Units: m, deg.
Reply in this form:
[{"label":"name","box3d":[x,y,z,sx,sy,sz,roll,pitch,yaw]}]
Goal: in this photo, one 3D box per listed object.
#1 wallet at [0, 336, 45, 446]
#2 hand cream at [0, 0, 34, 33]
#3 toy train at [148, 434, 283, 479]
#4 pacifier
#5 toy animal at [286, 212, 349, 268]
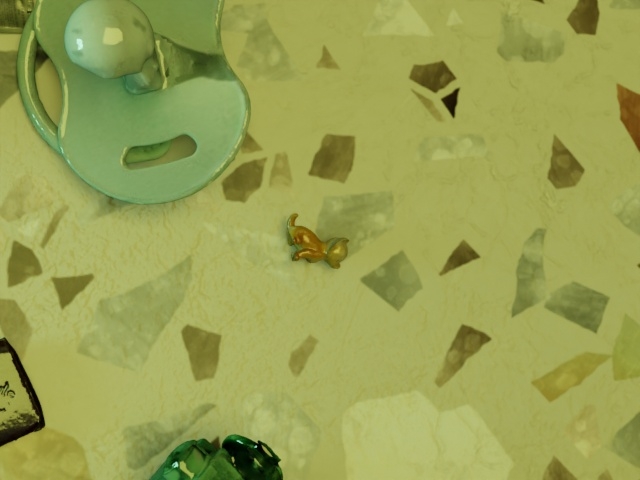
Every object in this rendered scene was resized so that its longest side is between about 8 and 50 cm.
[{"label":"wallet","box3d":[-0.451,0.215,1.305,0.232,0.031,0.122,-24,91,-17]},{"label":"hand cream","box3d":[-0.437,-0.282,1.373,0.165,0.037,0.057,-6,85,-24]},{"label":"toy train","box3d":[-0.093,0.345,1.295,0.266,0.202,0.145,48,54,-6]},{"label":"pacifier","box3d":[-0.238,-0.214,1.304,0.288,0.269,0.344,-15,84,5]},{"label":"toy animal","box3d":[0.000,0.000,1.451,0.083,0.060,0.081,-10,88,-9]}]
